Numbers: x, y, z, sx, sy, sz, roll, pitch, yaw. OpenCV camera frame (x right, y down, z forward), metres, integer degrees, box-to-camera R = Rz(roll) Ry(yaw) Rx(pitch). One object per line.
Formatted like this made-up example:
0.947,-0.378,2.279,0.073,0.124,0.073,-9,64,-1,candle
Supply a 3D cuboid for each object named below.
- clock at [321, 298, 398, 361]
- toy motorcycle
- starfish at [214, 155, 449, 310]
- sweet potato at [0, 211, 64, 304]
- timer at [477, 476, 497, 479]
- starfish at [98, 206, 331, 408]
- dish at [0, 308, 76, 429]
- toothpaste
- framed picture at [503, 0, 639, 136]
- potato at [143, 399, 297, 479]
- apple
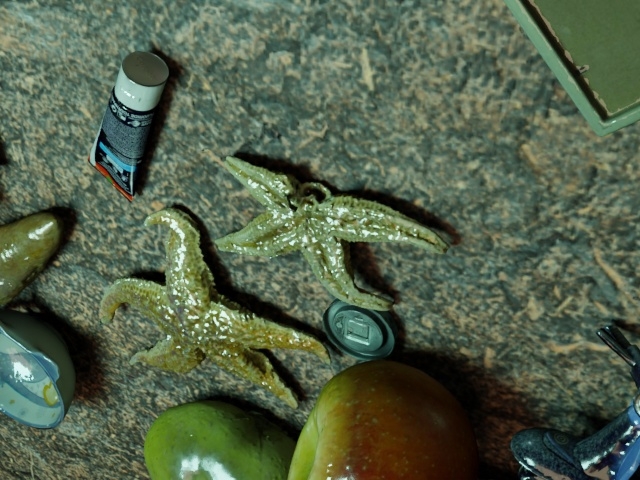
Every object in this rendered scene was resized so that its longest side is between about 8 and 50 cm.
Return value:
0.043,0.093,0.868,0.085,0.017,0.085,16,132,19,clock
0.353,0.219,0.717,0.359,0.125,0.212,19,124,15,toy motorcycle
-0.001,0.002,0.801,0.248,0.050,0.138,23,135,18,starfish
-0.443,0.031,1.060,0.342,0.092,0.114,-6,105,33,sweet potato
0.237,0.379,0.932,0.262,0.087,0.237,13,131,21,timer
-0.136,0.110,0.963,0.302,0.060,0.299,27,132,9,starfish
-0.425,0.157,1.155,0.236,0.086,0.227,7,127,27,dish
-0.202,-0.115,0.835,0.071,0.045,0.193,42,142,6,toothpaste
0.194,-0.240,0.507,0.240,0.020,0.324,-29,107,43,framed picture
-0.116,0.297,1.046,0.248,0.143,0.169,21,95,21,potato
0.064,0.243,0.852,0.173,0.210,0.235,16,144,-11,apple
